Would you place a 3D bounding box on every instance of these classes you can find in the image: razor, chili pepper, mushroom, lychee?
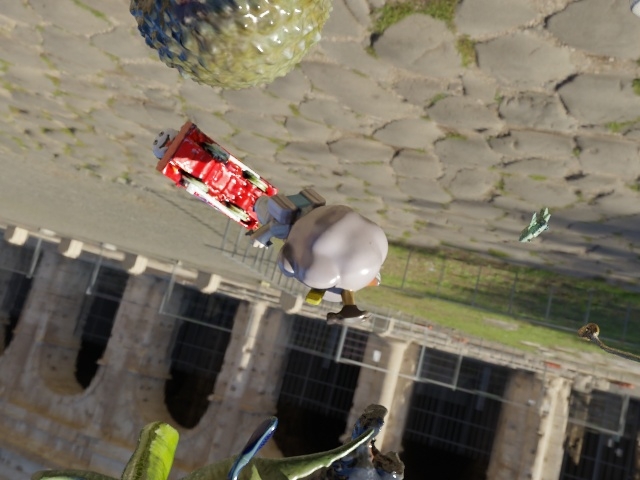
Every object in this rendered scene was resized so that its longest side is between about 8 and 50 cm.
[{"bbox_3d":[-0.092,0.275,0.755,0.028,0.155,0.044,17,-161,-23],"label":"razor"},{"bbox_3d":[-0.140,0.207,0.494,0.050,0.052,0.201,5,-172,-13],"label":"chili pepper"},{"bbox_3d":[0.436,0.149,0.731,0.286,0.026,0.028,18,133,51],"label":"mushroom"},{"bbox_3d":[-0.092,-0.293,0.689,0.255,0.255,0.274,8,175,37],"label":"lychee"}]

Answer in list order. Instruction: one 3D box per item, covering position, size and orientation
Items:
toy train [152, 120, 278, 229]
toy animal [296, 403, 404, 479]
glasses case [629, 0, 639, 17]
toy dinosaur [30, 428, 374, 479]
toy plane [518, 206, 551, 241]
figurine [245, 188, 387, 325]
[{"bbox_3d":[-0.159,-0.095,0.916,0.131,0.083,0.204,31,176,43],"label":"toy train"},{"bbox_3d":[0.024,0.442,1.089,0.168,0.343,0.106,48,-172,-4],"label":"toy animal"},{"bbox_3d":[0.536,-0.340,0.899,0.204,0.051,0.081,4,171,-26],"label":"glasses case"},{"bbox_3d":[-0.165,0.331,0.895,0.447,0.087,0.301,-23,-148,-27],"label":"toy dinosaur"},{"bbox_3d":[0.422,-0.026,1.215,0.033,0.083,0.080,44,-174,34],"label":"toy plane"},{"bbox_3d":[0.000,0.000,0.729,0.137,0.112,0.229,-4,-150,-38],"label":"figurine"}]
